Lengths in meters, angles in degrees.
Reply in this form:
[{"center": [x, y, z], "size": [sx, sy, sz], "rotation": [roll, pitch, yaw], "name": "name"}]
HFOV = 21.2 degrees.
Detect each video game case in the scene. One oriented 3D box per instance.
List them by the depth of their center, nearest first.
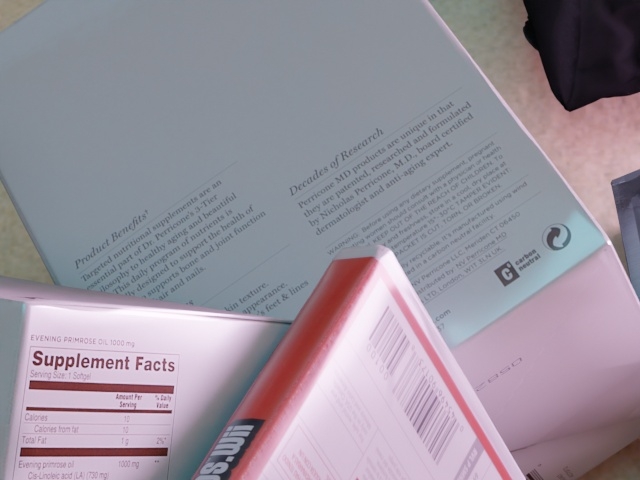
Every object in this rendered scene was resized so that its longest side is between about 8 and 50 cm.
[{"center": [0.000, 0.169, 0.557], "size": [0.025, 0.204, 0.285], "rotation": [-6, 37, 38], "name": "video game case"}]

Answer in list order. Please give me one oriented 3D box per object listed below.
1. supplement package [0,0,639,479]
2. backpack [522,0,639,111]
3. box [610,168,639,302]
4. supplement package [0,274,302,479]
[{"center": [0.000, 0.000, 0.786], "size": [0.199, 0.198, 0.262], "rotation": [-35, 59, 3], "name": "supplement package"}, {"center": [0.289, -0.235, 0.927], "size": [0.356, 0.273, 0.290], "rotation": [2, 50, -8], "name": "backpack"}, {"center": [0.244, 0.043, 0.797], "size": [0.183, 0.056, 0.231], "rotation": [-24, 52, 26], "name": "box"}, {"center": [-0.124, 0.114, 0.605], "size": [0.194, 0.149, 0.203], "rotation": [7, 89, 39], "name": "supplement package"}]
